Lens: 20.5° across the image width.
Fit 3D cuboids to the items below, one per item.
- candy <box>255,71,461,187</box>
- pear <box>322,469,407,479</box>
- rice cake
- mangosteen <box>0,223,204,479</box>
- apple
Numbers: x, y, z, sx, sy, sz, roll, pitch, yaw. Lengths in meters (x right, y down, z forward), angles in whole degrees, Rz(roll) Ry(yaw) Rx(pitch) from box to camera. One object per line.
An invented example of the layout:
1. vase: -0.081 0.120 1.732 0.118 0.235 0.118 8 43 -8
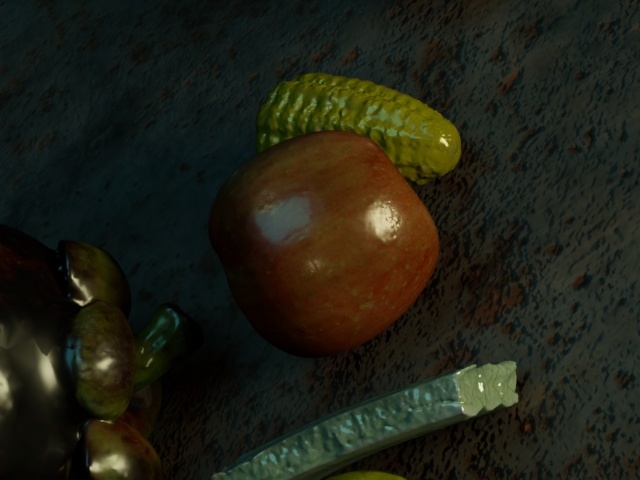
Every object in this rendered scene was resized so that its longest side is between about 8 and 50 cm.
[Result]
1. candy: 0.041 -0.088 1.536 0.199 0.094 0.106 10 101 41
2. pear: 0.024 0.223 1.295 0.131 0.107 0.107 -32 42 21
3. rice cake: 0.034 0.147 1.342 0.237 0.127 0.043 -24 79 24
4. mangosteen: -0.293 0.136 1.521 0.330 0.330 0.330 -24 45 27
5. apple: 0.000 0.000 1.438 0.168 0.181 0.181 -36 40 1
